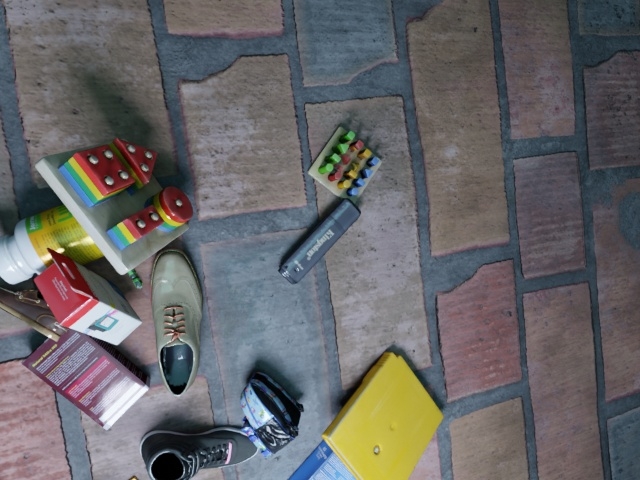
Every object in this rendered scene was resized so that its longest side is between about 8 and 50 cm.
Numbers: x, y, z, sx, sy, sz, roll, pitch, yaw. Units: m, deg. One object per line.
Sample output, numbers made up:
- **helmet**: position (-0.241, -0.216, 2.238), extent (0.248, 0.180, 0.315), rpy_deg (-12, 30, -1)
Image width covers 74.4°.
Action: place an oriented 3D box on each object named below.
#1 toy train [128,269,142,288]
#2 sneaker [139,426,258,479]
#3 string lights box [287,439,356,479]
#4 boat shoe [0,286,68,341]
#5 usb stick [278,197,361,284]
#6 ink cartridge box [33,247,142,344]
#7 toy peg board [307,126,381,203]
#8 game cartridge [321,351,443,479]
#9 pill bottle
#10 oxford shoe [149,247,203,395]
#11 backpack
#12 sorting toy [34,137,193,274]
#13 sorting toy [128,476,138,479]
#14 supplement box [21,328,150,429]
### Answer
- **toy train**: position (-0.454, 0.079, 1.012), extent (0.017, 0.024, 0.083), rpy_deg (-30, 102, -15)
- **sneaker**: position (-0.286, 0.533, 1.026), extent (0.296, 0.147, 0.104), rpy_deg (10, 88, -20)
- **string lights box**: position (0.023, 0.654, 1.170), extent (0.260, 0.077, 0.133), rpy_deg (-44, 105, -12)
- **boat shoe**: position (-0.624, 0.142, 0.912), extent (0.207, 0.073, 0.073), rpy_deg (25, 66, 9)
- **usb stick**: position (0.000, 0.000, 1.140), extent (0.278, 0.045, 0.077), rpy_deg (-47, 119, -8)
- **ink cartridge box**: position (-0.492, 0.122, 0.878), extent (0.078, 0.231, 0.134), rpy_deg (-43, 64, -11)
- **toy peg board**: position (0.079, -0.204, 1.148), extent (0.161, 0.079, 0.161), rpy_deg (36, 82, -16)
- **game cartridge**: position (0.188, 0.520, 1.186), extent (0.324, 0.053, 0.285), rpy_deg (-42, 104, -33)
- **pill bottle**: position (-0.558, -0.003, 0.914), extent (0.246, 0.136, 0.136), rpy_deg (-25, 100, -16)
- **oxford shoe**: position (-0.335, 0.192, 1.000), extent (0.123, 0.130, 0.348), rpy_deg (-7, 95, -18)
- **backpack**: position (-0.139, 0.430, 1.070), extent (0.117, 0.158, 0.173), rpy_deg (-41, 91, 6)
- **sorting toy**: position (-0.398, -0.100, 0.898), extent (0.089, 0.255, 0.257), rpy_deg (-28, 103, 21)
- **sorting toy**: position (-0.570, 0.711, 0.991), extent (0.196, 0.047, 0.347), rpy_deg (46, 78, -15)
- **supplement box**: position (-0.530, 0.302, 0.971), extent (0.130, 0.073, 0.239), rpy_deg (-45, 105, -13)
